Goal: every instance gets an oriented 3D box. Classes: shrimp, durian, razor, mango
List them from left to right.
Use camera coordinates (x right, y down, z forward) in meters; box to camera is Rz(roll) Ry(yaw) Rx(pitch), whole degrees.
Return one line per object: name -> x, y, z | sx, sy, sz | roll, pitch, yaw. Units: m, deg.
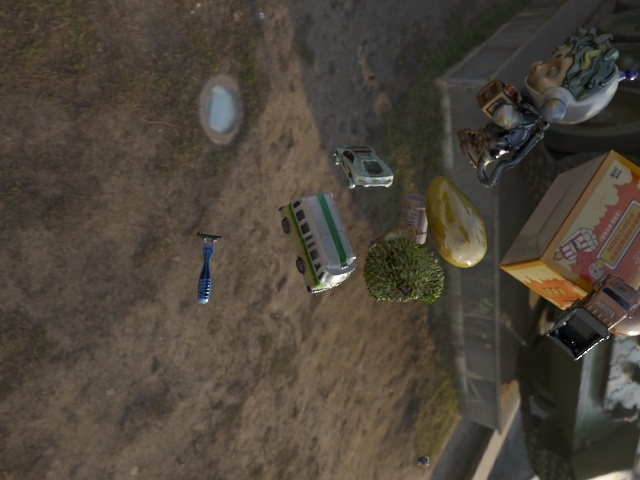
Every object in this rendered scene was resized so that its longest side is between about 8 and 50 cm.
razor -> -0.349, 0.082, 1.622 | 0.042, 0.081, 0.253 | 112, -21, -46
shrimp -> 0.228, 0.000, 1.699 | 0.043, 0.183, 0.092 | 29, 54, -46
durian -> 0.227, 0.087, 1.493 | 0.200, 0.236, 0.177 | -58, 138, -26
mango -> 0.416, -0.039, 1.641 | 0.331, 0.142, 0.195 | 41, 57, -39

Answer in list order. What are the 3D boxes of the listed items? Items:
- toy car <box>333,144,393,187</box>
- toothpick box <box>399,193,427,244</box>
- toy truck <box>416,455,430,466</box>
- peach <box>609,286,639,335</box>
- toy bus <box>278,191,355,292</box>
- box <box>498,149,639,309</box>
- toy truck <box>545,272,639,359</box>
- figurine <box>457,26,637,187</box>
toy car -> 0.090, -0.169, 1.157 | 0.095, 0.205, 0.056 | -3, 124, -14
toothpick box -> 0.316, -0.073, 1.780 | 0.098, 0.098, 0.149 | -19, 121, -51
toy truck -> 0.245, 0.526, 1.262 | 0.083, 0.031, 0.024 | 67, 18, -64
peach -> 0.839, 0.133, 1.465 | 0.252, 0.252, 0.253 | -22, 118, -50
toy bus -> 0.000, 0.000, 1.722 | 0.143, 0.179, 0.306 | -14, 81, -34
box -> 0.595, -0.004, 1.182 | 0.284, 0.213, 0.259 | -56, 178, -4
toy truck -> 0.525, 0.153, 1.032 | 0.092, 0.083, 0.192 | -32, 156, -34
figurine -> 0.486, -0.317, 1.193 | 0.186, 0.381, 0.261 | 35, 38, -35
